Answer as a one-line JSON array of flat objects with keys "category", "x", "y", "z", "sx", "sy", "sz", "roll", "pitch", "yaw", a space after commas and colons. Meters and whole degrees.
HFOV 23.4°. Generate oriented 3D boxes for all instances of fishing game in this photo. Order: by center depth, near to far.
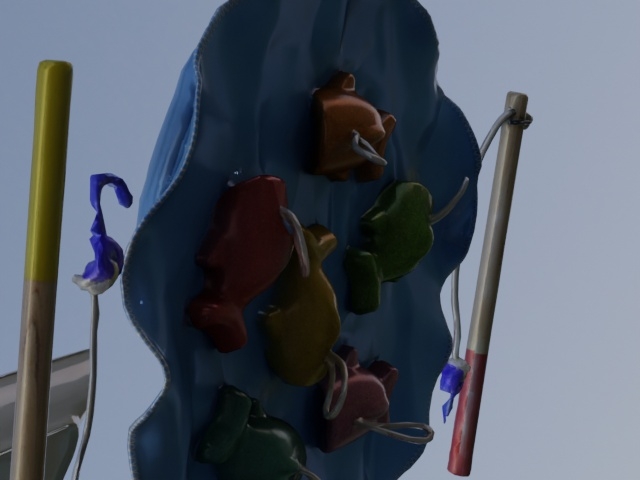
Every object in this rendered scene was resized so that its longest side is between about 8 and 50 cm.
[{"category": "fishing game", "x": 0.009, "y": 0.014, "z": 0.420, "sx": 0.264, "sy": 0.041, "sz": 0.189, "roll": 1, "pitch": -82, "yaw": -62}]

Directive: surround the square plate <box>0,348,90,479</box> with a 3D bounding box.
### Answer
[{"category": "square plate", "x": -0.328, "y": 0.277, "z": 1.378, "sx": 0.347, "sy": 0.049, "sz": 0.344, "roll": -65, "pitch": -15, "yaw": 12}]
